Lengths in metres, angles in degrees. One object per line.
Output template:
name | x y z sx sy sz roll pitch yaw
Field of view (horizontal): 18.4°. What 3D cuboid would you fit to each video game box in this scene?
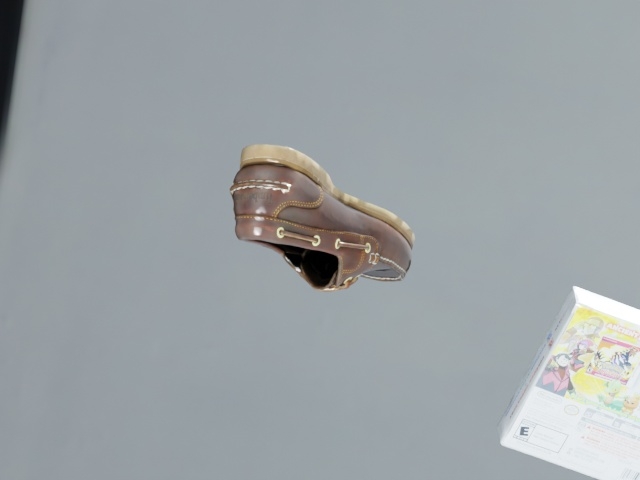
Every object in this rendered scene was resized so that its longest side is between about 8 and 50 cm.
video game box | 0.315 0.163 2.066 0.205 0.187 0.048 21 27 -12

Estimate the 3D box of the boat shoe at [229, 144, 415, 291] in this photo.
boat shoe | 0.000 0.000 1.402 0.073 0.073 0.207 -8 -22 33
